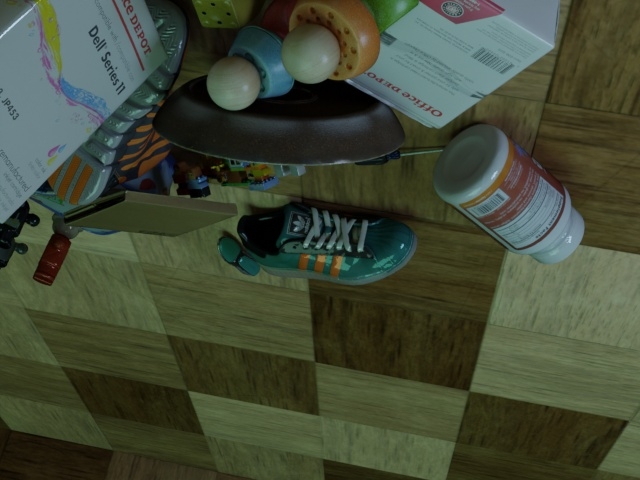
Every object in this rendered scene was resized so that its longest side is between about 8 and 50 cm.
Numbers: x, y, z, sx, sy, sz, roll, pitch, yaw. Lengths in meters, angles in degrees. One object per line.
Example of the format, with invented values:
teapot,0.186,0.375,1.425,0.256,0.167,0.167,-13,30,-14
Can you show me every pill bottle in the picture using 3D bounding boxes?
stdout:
pill bottle,0.264,-0.056,1.425,0.121,0.121,0.216,-17,139,43

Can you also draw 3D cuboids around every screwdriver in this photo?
screwdriver,0.125,-0.124,1.470,0.170,0.024,0.025,-5,175,27

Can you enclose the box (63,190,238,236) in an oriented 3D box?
box,-0.249,-0.038,1.532,0.201,0.021,0.164,7,163,-44

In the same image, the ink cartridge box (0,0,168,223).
ink cartridge box,-0.298,-0.219,1.128,0.119,0.353,0.207,31,159,25

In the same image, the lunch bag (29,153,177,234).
lunch bag,-0.391,-0.124,1.602,0.243,0.114,0.303,-12,143,42

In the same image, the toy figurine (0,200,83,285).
toy figurine,-0.544,-0.032,1.808,0.210,0.148,0.213,4,153,29

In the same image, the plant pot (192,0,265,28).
plant pot,-0.111,-0.293,1.206,0.081,0.083,0.081,5,151,15

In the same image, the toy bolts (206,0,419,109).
toy bolts,-0.049,-0.240,1.117,0.218,0.158,0.228,49,146,-4

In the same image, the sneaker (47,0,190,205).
sneaker,-0.249,-0.199,1.410,0.125,0.180,0.321,42,117,6

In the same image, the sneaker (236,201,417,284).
sneaker,0.000,0.000,1.653,0.302,0.108,0.121,-3,151,31

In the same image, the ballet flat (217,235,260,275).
ballet flat,-0.154,0.027,1.844,0.041,0.041,0.114,-9,143,35

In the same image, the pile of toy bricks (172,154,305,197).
pile of toy bricks,-0.133,-0.130,1.511,0.212,0.118,0.105,0,111,43

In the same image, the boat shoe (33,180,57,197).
boat shoe,-0.437,-0.104,1.477,0.183,0.066,0.066,25,155,10

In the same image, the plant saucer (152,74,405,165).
plant saucer,-0.049,-0.159,1.271,0.311,0.310,0.050,9,112,9

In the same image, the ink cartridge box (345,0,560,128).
ink cartridge box,0.142,-0.236,1.189,0.159,0.092,0.218,26,147,-21
